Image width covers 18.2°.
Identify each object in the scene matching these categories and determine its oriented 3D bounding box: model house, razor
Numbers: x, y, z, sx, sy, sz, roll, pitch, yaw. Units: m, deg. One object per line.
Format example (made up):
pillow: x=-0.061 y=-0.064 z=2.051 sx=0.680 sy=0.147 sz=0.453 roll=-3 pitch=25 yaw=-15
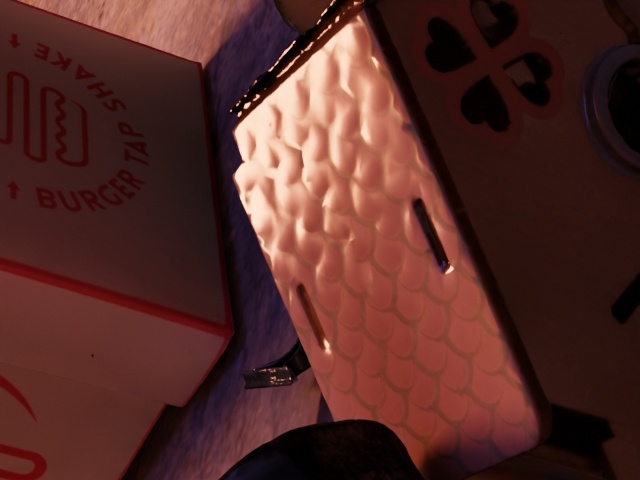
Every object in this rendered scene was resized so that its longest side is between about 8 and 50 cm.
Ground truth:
model house: x=0.100 y=-0.048 z=0.745 sx=0.169 sy=0.244 sz=0.326 roll=144 pitch=138 yaw=-61
razor: x=0.005 y=0.002 z=1.184 sx=0.066 sy=0.033 sz=0.190 roll=-15 pitch=54 yaw=63

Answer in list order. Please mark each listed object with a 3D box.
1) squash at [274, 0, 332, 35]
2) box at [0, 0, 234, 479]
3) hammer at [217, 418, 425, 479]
squash: x=0.012 y=-0.205 z=1.247 sx=0.095 sy=0.095 sz=0.188 roll=-56 pitch=25 yaw=32
box: x=-0.270 y=0.020 z=1.416 sx=0.300 sy=0.312 sz=0.314 roll=-58 pitch=26 yaw=33
hammer: x=-0.011 y=0.281 z=0.700 sx=0.242 sy=0.095 sz=0.408 roll=51 pitch=129 yaw=34
